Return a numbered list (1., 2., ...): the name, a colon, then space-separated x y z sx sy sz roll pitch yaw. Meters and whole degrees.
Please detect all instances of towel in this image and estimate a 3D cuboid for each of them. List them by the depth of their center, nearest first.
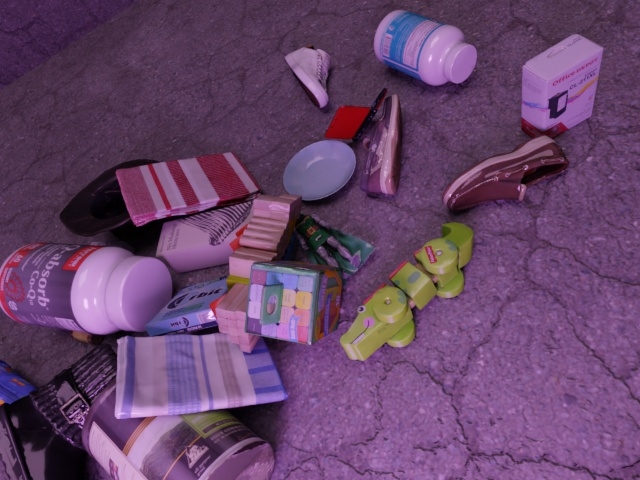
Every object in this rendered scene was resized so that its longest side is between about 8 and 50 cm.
1. towel: -0.221 0.232 0.802 0.286 0.034 0.209 2 21 -22
2. towel: -0.350 -0.149 1.164 0.330 0.037 0.237 -15 45 -24

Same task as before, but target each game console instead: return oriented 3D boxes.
1. game console: 0.087 -0.318 1.097 0.085 0.144 0.124 29 67 -6

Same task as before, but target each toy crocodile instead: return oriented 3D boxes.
1. toy crocodile: 0.168 0.091 0.823 0.341 0.115 0.105 -42 47 -9

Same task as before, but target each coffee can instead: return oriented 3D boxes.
1. coffee can: -0.247 0.366 0.764 0.276 0.201 0.201 22 70 33

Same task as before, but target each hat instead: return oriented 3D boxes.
1. hat: -0.546 -0.092 1.243 0.332 0.133 0.331 -7 42 6

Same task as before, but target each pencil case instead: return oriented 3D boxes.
1. pencil case: -0.732 0.368 1.019 0.307 0.133 0.119 13 48 29

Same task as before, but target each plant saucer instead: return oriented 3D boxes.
1. plant saucer: 0.001 -0.172 1.116 0.195 0.037 0.194 -12 55 17

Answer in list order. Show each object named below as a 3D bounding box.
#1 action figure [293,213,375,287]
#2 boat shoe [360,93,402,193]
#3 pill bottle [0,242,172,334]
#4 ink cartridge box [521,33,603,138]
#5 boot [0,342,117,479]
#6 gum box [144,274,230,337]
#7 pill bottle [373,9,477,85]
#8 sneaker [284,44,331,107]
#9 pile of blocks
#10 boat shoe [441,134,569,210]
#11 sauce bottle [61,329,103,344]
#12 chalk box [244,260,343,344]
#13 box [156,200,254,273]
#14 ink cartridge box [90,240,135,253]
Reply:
1. action figure: 0.000 0.000 0.992 0.137 0.063 0.232 -43 49 -4
2. boat shoe: 0.147 -0.237 1.058 0.093 0.102 0.284 0 64 18
3. pill bottle: -0.560 0.114 1.056 0.364 0.210 0.210 2 59 19
4. ink cartridge box: 0.491 -0.307 0.904 0.128 0.175 0.072 -31 51 2
5. boot: -0.465 0.406 0.881 0.260 0.131 0.347 -28 75 -30
6. gum box: -0.266 0.140 0.960 0.157 0.041 0.184 -16 15 14
7. pill bottle: 0.274 -0.498 1.146 0.146 0.146 0.264 -42 53 -6
8. sneaker: -0.016 -0.506 1.301 0.123 0.106 0.290 -29 50 6
9. pile of blocks: -0.140 0.049 0.930 0.113 0.148 0.361 10 57 14
10. boat shoe: 0.378 -0.122 0.886 0.258 0.095 0.095 -29 58 3
11. sauce bottle: -0.607 0.232 1.110 0.128 0.042 0.042 7 62 25
12. chalk box: -0.051 0.110 0.811 0.132 0.213 0.132 7 92 17
13. box: -0.257 -0.007 1.083 0.276 0.094 0.113 -12 54 15
14. ink cartridge box: -0.594 0.051 1.218 0.123 0.052 0.088 -3 58 23
